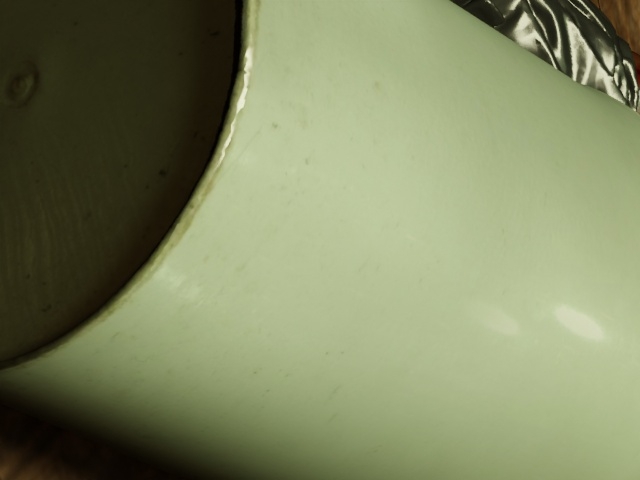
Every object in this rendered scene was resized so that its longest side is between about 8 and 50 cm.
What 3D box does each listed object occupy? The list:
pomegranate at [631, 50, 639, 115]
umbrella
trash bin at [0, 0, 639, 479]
[{"bbox_3d":[0.170,-0.074,1.363,0.159,0.129,0.129,-13,103,-15],"label":"pomegranate"},{"bbox_3d":[0.076,-0.169,1.204,0.340,0.118,0.118,45,50,-26],"label":"umbrella"},{"bbox_3d":[0.000,0.000,0.945,0.432,0.280,0.280,28,66,-50],"label":"trash bin"}]
